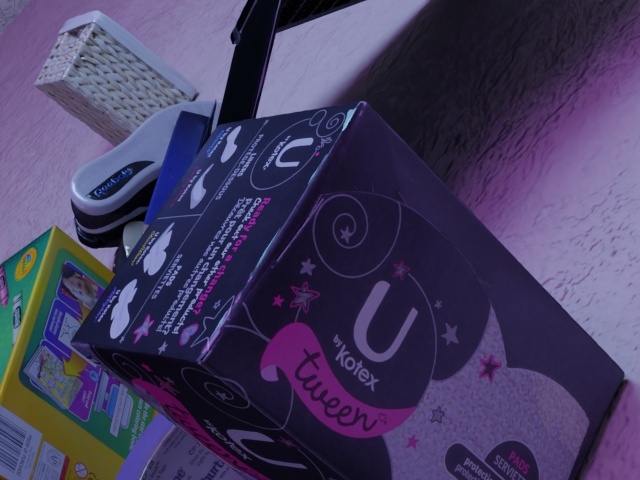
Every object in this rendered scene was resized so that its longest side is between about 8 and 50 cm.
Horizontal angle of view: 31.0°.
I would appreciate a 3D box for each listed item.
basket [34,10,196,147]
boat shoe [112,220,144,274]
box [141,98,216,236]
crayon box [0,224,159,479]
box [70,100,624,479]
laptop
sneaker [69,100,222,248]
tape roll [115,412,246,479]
[{"bbox_3d":[-0.263,-0.195,1.460,0.113,0.167,0.103,3,60,55],"label":"basket"},{"bbox_3d":[-0.189,0.040,1.183,0.133,0.049,0.042,-97,23,-45],"label":"boat shoe"},{"bbox_3d":[-0.145,-0.029,1.140,0.225,0.037,0.136,-80,4,-48],"label":"box"},{"bbox_3d":[-0.210,0.137,0.949,0.081,0.165,0.278,-33,30,24],"label":"crayon box"},{"bbox_3d":[0.023,0.067,0.632,0.142,0.247,0.163,-3,50,54],"label":"box"},{"bbox_3d":[0.035,-0.121,0.972,0.408,0.236,0.382,-21,3,-10],"label":"laptop"},{"bbox_3d":[-0.186,-0.068,1.281,0.217,0.079,0.121,-32,-21,-28],"label":"sneaker"},{"bbox_3d":[-0.056,0.173,0.783,0.189,0.080,0.189,-33,31,23],"label":"tape roll"}]
